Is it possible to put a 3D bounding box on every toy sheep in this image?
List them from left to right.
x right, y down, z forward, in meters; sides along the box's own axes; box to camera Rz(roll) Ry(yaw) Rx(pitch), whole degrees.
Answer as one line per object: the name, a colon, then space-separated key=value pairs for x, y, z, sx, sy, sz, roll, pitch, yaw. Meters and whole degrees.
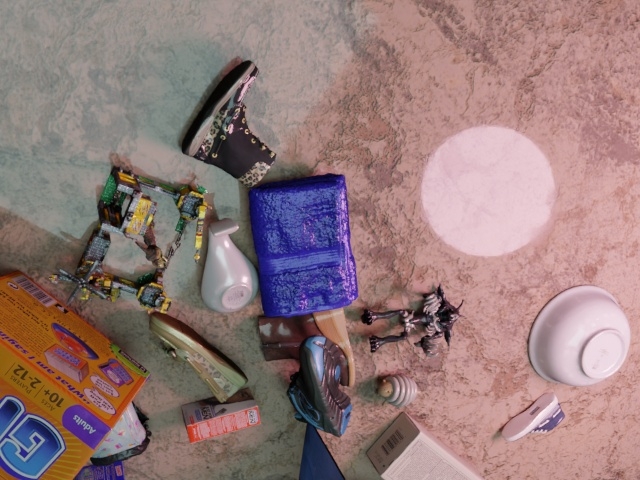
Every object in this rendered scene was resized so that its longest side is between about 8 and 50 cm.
toy sheep: x=0.200 y=0.382 z=1.899 sx=0.132 sy=0.091 sz=0.091 roll=8 pitch=105 yaw=-35

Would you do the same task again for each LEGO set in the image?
LEGO set: x=-0.365 y=0.011 z=1.523 sx=0.255 sy=0.192 sz=0.331 roll=30 pitch=96 yaw=-25

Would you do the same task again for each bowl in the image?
bowl: x=0.723 y=0.279 z=2.013 sx=0.298 sy=0.134 sz=0.298 roll=-5 pitch=108 yaw=-17

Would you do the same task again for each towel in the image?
towel: x=-0.032 y=0.016 z=1.662 sx=0.228 sy=0.076 sz=0.308 roll=-11 pitch=107 yaw=-14

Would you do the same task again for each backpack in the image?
backpack: x=-0.467 y=0.401 z=1.661 sx=0.152 sy=0.115 sz=0.182 roll=-18 pitch=109 yaw=-10

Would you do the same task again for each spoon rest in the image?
spoon rest: x=-0.203 y=0.055 z=1.639 sx=0.137 sy=0.084 sz=0.276 roll=-18 pitch=136 yaw=-18

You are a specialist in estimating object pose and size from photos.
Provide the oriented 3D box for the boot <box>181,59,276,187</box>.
boot: x=-0.159 y=-0.239 z=1.572 sx=0.178 sy=0.085 sz=0.236 roll=32 pitch=101 yaw=-27

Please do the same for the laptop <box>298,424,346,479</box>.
laptop: x=-0.096 y=0.693 z=1.735 sx=0.408 sy=0.382 sz=0.236 roll=-30 pitch=114 yaw=-7

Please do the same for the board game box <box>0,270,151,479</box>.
board game box: x=-0.596 y=0.321 z=1.402 sx=0.356 sy=0.356 sz=0.356 roll=39 pitch=92 yaw=-5

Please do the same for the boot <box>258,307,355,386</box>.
boot: x=-0.030 y=0.262 z=1.798 sx=0.207 sy=0.090 sz=0.248 roll=-12 pitch=116 yaw=1

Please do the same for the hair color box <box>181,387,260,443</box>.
hair color box: x=-0.234 y=0.408 z=1.753 sx=0.167 sy=0.093 sz=0.053 roll=-12 pitch=111 yaw=-15

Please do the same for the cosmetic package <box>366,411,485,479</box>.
cosmetic package: x=0.288 y=0.612 z=1.987 sx=0.160 sy=0.113 sz=0.309 roll=-47 pitch=116 yaw=1

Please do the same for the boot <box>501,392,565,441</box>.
boot: x=0.597 y=0.514 z=2.081 sx=0.190 sy=0.069 sz=0.086 roll=-36 pitch=112 yaw=-7

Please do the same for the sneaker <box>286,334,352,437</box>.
sneaker: x=-0.022 y=0.340 z=1.726 sx=0.140 sy=0.125 sz=0.341 roll=8 pitch=136 yaw=19

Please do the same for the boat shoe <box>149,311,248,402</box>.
boat shoe: x=-0.285 y=0.266 z=1.683 sx=0.089 sy=0.104 sz=0.285 roll=-47 pitch=116 yaw=-2

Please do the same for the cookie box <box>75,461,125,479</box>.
cookie box: x=-0.502 y=0.552 z=1.711 sx=0.107 sy=0.092 sz=0.040 roll=-8 pitch=112 yaw=-16

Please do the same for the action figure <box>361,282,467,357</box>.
action figure: x=0.248 y=0.202 z=1.825 sx=0.276 sy=0.141 sz=0.164 roll=-11 pitch=99 yaw=-14
